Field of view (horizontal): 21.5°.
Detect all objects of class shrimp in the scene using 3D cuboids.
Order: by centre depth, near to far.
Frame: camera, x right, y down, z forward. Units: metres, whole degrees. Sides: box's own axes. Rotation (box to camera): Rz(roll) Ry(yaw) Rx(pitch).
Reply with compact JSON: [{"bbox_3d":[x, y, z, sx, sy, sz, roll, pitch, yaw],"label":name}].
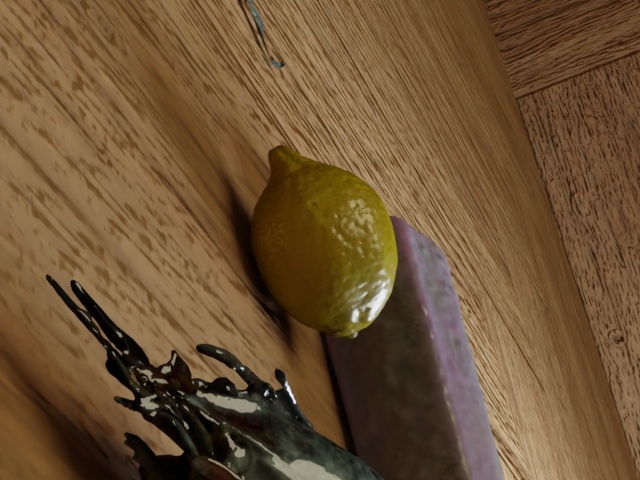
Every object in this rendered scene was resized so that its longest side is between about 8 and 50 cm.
[{"bbox_3d":[-0.016,0.084,0.510,0.233,0.079,0.090,56,13,-34],"label":"shrimp"}]

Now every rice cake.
[{"bbox_3d":[0.065,0.154,0.770,0.070,0.064,0.399,42,29,-54],"label":"rice cake"}]

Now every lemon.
[{"bbox_3d":[0.000,0.000,0.750,0.065,0.065,0.092,-23,92,-79],"label":"lemon"}]

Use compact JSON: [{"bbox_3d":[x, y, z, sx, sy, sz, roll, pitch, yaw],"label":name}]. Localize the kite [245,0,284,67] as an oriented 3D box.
[{"bbox_3d":[-0.054,-0.164,0.922,0.139,0.011,0.157,-71,138,-69],"label":"kite"}]
